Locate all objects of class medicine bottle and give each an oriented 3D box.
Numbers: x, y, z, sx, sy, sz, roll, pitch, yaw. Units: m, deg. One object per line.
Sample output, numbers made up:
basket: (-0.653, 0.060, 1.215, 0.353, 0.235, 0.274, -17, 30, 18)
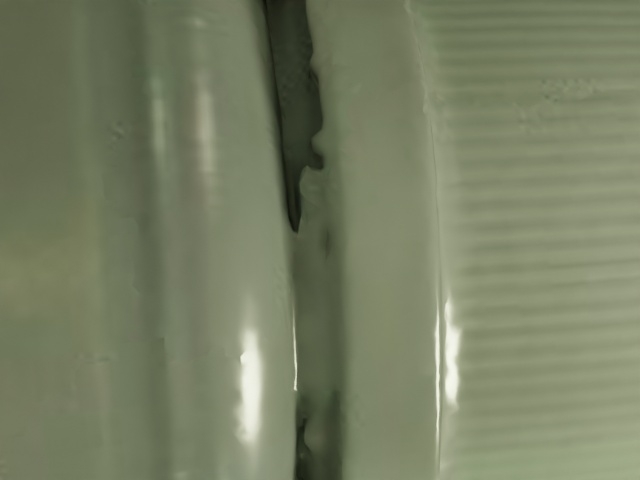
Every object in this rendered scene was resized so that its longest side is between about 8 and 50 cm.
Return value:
medicine bottle: (-0.057, 0.009, 0.421, 0.306, 0.245, 0.245, -3, 171, -8)
